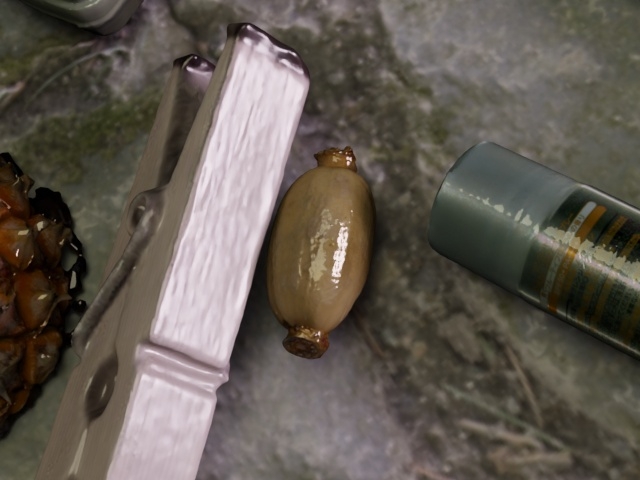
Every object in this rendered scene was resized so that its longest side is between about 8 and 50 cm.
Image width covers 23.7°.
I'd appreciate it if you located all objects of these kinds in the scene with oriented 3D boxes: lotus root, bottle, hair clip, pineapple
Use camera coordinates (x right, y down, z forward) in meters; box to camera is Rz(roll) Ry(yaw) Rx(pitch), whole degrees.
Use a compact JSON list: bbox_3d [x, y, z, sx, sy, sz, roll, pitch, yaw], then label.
[{"bbox_3d":[0.000,0.000,0.974,0.062,0.073,0.150,19,66,-22],"label":"lotus root"},{"bbox_3d":[0.198,0.032,0.892,0.286,0.082,0.082,28,77,25],"label":"bottle"},{"bbox_3d":[-0.096,0.026,0.971,0.101,0.085,0.331,-3,64,48],"label":"hair clip"},{"bbox_3d":[-0.313,0.000,0.954,0.262,0.272,0.262,-6,65,13],"label":"pineapple"}]

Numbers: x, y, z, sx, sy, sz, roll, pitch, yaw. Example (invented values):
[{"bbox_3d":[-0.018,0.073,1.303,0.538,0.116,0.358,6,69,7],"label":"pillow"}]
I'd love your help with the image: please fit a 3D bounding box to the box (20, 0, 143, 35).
[{"bbox_3d":[-0.166,-0.269,1.112,0.148,0.129,0.210,27,77,27],"label":"box"}]
